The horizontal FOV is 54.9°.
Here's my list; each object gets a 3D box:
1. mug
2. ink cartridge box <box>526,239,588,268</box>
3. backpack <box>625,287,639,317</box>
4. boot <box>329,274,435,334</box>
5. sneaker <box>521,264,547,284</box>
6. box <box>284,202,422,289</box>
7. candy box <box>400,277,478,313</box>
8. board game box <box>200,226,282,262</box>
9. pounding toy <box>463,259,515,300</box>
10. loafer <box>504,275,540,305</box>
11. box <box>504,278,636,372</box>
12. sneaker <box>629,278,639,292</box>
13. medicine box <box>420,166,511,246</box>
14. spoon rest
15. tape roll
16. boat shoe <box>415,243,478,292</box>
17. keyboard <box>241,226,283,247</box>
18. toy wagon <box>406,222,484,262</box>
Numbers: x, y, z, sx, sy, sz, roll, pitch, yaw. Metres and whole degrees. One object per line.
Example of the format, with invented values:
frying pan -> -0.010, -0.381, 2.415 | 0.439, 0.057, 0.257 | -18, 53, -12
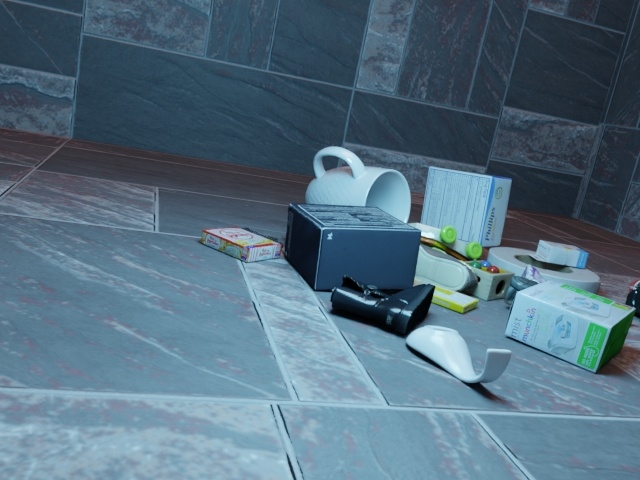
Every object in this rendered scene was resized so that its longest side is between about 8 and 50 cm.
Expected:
mug -> 0.100, -0.174, 2.215 | 0.328, 0.374, 0.276 | 13, 48, 41
ink cartridge box -> 0.862, 0.046, 2.243 | 0.181, 0.061, 0.104 | 9, 13, -8
backpack -> 1.084, 0.209, 1.941 | 0.182, 0.115, 0.152 | 12, 10, -7
boot -> 0.155, 0.135, 1.512 | 0.207, 0.094, 0.246 | 21, 22, 22
sneaker -> 0.679, 0.152, 1.912 | 0.105, 0.095, 0.236 | 17, 19, 4
box -> 0.081, 0.014, 1.750 | 0.297, 0.182, 0.294 | 1, 14, -20
candy box -> 0.330, 0.152, 1.739 | 0.206, 0.027, 0.105 | 20, 19, 33
board game box -> -0.235, 0.010, 1.827 | 0.194, 0.045, 0.147 | 20, 15, 33
pounding toy -> 0.550, 0.123, 1.901 | 0.206, 0.094, 0.181 | -2, 18, -43
loafer -> 0.659, 0.184, 1.769 | 0.268, 0.084, 0.096 | 22, 22, 0
box -> 0.630, 0.207, 1.553 | 0.231, 0.126, 0.262 | 23, 18, 35
sneaker -> 1.167, 0.186, 2.209 | 0.279, 0.107, 0.118 | 4, -4, -39
medicine box -> 0.548, -0.132, 2.353 | 0.149, 0.263, 0.289 | -2, 14, -44
spoon rest -> 0.280, 0.236, 1.279 | 0.137, 0.084, 0.276 | 7, 0, -21
tape roll -> 0.788, 0.112, 2.196 | 0.392, 0.072, 0.392 | 11, 13, -3
boat shoe -> 0.333, 0.073, 1.902 | 0.324, 0.116, 0.097 | 24, 9, 42
keyboard -> -0.196, -0.009, 1.995 | 0.180, 0.023, 0.108 | 23, 18, 39
toy wagon -> 0.408, 0.033, 2.040 | 0.344, 0.068, 0.267 | 28, -16, -26
